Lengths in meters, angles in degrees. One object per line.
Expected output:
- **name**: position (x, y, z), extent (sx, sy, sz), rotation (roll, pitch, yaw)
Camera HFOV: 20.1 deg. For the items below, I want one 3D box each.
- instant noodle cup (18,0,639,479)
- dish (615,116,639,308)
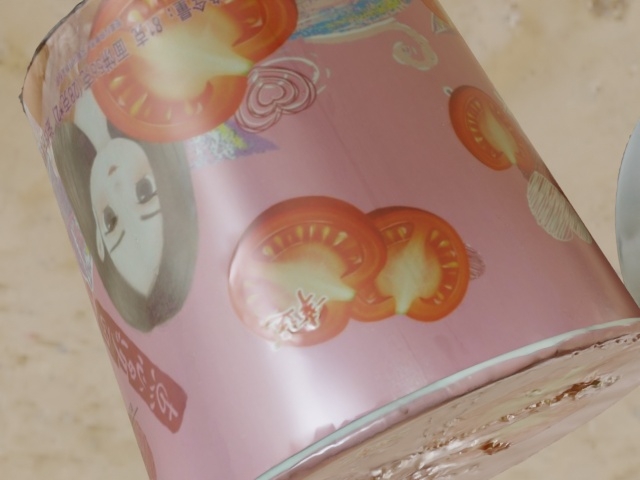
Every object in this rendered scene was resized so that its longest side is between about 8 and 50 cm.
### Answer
- **instant noodle cup**: position (0.000, 0.000, 0.800), extent (0.243, 0.231, 0.243), rotation (-23, 163, -8)
- **dish**: position (0.345, -0.012, 1.108), extent (0.316, 0.317, 0.106), rotation (5, 163, -5)
